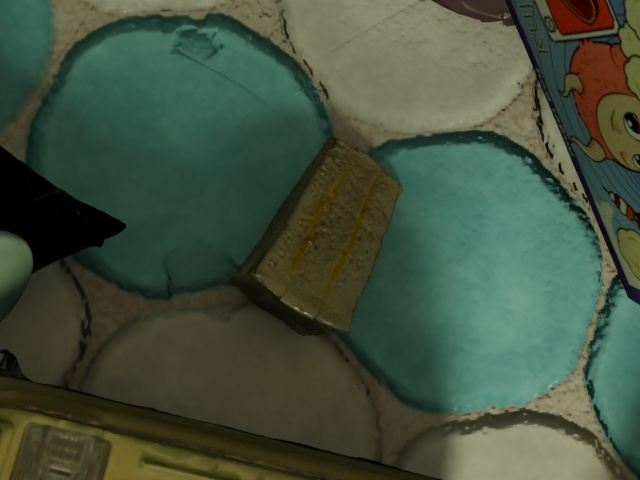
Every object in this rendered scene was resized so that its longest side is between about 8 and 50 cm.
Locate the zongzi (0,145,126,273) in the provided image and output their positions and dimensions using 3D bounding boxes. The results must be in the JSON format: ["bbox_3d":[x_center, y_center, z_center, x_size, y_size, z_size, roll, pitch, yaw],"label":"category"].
[{"bbox_3d":[-0.378,-0.053,0.635,0.383,0.319,0.362,-35,77,-34],"label":"zongzi"}]

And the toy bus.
[{"bbox_3d":[-0.067,0.189,0.639,0.365,0.202,0.177,14,75,-7],"label":"toy bus"}]

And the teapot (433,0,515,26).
[{"bbox_3d":[0.135,-0.244,0.837,0.116,0.148,0.146,13,85,28],"label":"teapot"}]

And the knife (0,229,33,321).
[{"bbox_3d":[-0.301,0.152,0.602,0.038,0.132,0.398,41,97,21],"label":"knife"}]

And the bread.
[{"bbox_3d":[0.009,-0.009,0.747,0.077,0.105,0.152,35,74,-9],"label":"bread"}]

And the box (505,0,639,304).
[{"bbox_3d":[0.316,-0.138,0.682,0.257,0.318,0.348,-30,106,-15],"label":"box"}]
